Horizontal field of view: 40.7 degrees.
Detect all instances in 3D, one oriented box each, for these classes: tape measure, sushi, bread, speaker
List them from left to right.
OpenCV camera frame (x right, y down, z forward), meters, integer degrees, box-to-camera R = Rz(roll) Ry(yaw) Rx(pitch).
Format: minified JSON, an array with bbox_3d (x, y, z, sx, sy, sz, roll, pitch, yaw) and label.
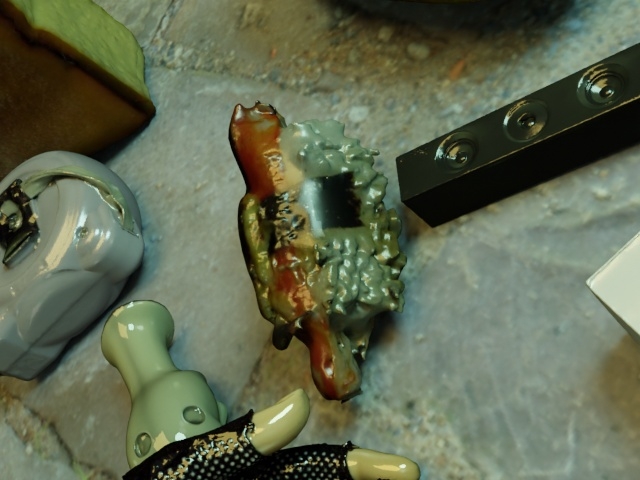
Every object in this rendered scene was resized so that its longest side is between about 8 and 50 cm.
[{"bbox_3d":[-0.377,-0.152,0.815,0.333,0.323,0.143,-30,52,23],"label":"bread"},{"bbox_3d":[-0.256,0.007,0.784,0.196,0.105,0.178,-48,47,8],"label":"tape measure"},{"bbox_3d":[0.004,-0.001,0.598,0.103,0.097,0.226,-24,68,32],"label":"sushi"},{"bbox_3d":[0.143,-0.067,0.559,0.191,0.046,0.040,-24,52,27],"label":"speaker"}]

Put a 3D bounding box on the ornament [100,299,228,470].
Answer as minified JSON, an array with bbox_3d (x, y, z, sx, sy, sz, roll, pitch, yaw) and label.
[{"bbox_3d":[-0.112,0.120,0.636,0.156,0.081,0.075,54,143,44],"label":"ornament"}]

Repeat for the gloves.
[{"bbox_3d":[-0.026,0.173,0.538,0.181,0.106,0.129,-14,63,-5],"label":"gloves"}]

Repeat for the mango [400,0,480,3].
[{"bbox_3d":[0.061,-0.297,0.654,0.253,0.182,0.365,-49,46,4],"label":"mango"}]

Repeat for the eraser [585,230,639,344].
[{"bbox_3d":[0.275,-0.045,0.424,0.298,0.078,0.076,-45,47,8],"label":"eraser"}]
